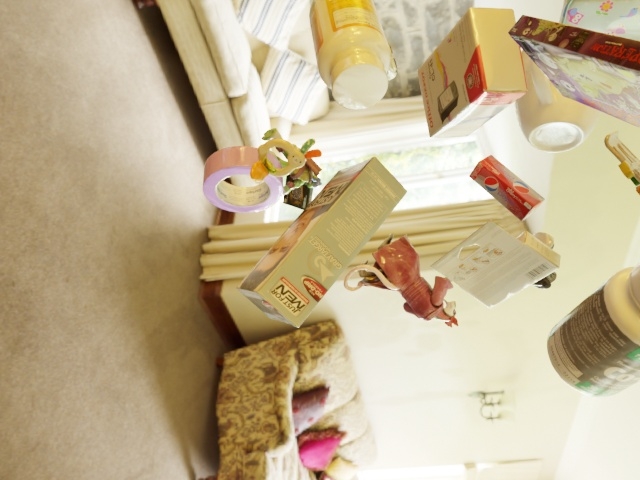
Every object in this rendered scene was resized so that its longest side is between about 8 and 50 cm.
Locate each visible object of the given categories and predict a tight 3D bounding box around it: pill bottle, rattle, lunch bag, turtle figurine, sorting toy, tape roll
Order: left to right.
[{"bbox_3d":[-0.268,-0.207,1.800,0.274,0.275,0.090,69,14,-58],"label":"tape roll"},{"bbox_3d":[-0.144,-0.278,1.934,0.266,0.197,0.275,41,1,-38],"label":"turtle figurine"},{"bbox_3d":[-0.105,-0.251,1.601,0.143,0.200,0.130,-46,136,-74],"label":"rattle"},{"bbox_3d":[0.056,-0.366,0.981,0.136,0.137,0.245,71,9,-54],"label":"pill bottle"},{"bbox_3d":[0.672,-0.490,1.123,0.224,0.280,0.107,64,38,-59],"label":"lunch bag"},{"bbox_3d":[0.874,-0.201,1.460,0.307,0.041,0.229,-22,75,-51],"label":"sorting toy"},{"bbox_3d":[0.674,0.186,1.125,0.361,0.204,0.204,105,-13,-53],"label":"pill bottle"}]

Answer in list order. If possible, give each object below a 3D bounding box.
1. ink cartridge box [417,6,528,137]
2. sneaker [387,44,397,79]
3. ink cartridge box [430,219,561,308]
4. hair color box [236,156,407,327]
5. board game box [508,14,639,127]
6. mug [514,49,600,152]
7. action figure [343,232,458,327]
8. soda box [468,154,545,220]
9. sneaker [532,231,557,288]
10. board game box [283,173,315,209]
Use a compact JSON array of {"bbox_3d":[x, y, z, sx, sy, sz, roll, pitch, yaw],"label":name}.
[{"bbox_3d":[0.390,-0.428,1.369,0.306,0.131,0.225,143,-60,-72],"label":"ink cartridge box"},{"bbox_3d":[0.091,-0.422,1.286,0.279,0.119,0.107,-165,-122,-78],"label":"sneaker"},{"bbox_3d":[0.495,0.061,1.489,0.275,0.239,0.060,-48,-170,48],"label":"ink cartridge box"},{"bbox_3d":[0.000,0.000,1.112,0.113,0.374,0.185,44,-17,-15],"label":"hair color box"},{"bbox_3d":[0.480,-0.276,0.875,0.208,0.056,0.346,27,19,-27],"label":"board game box"},{"bbox_3d":[0.759,-0.494,1.685,0.374,0.276,0.327,37,57,-43],"label":"mug"},{"bbox_3d":[0.312,0.154,1.706,0.276,0.370,0.248,-27,157,-47],"label":"action figure"},{"bbox_3d":[0.686,-0.197,1.912,0.263,0.092,0.083,47,-37,21],"label":"soda box"},{"bbox_3d":[0.722,0.072,1.696,0.101,0.153,0.268,-59,177,-25],"label":"sneaker"},{"bbox_3d":[-0.084,-0.221,2.057,0.026,0.126,0.186,-21,126,-54],"label":"board game box"}]
